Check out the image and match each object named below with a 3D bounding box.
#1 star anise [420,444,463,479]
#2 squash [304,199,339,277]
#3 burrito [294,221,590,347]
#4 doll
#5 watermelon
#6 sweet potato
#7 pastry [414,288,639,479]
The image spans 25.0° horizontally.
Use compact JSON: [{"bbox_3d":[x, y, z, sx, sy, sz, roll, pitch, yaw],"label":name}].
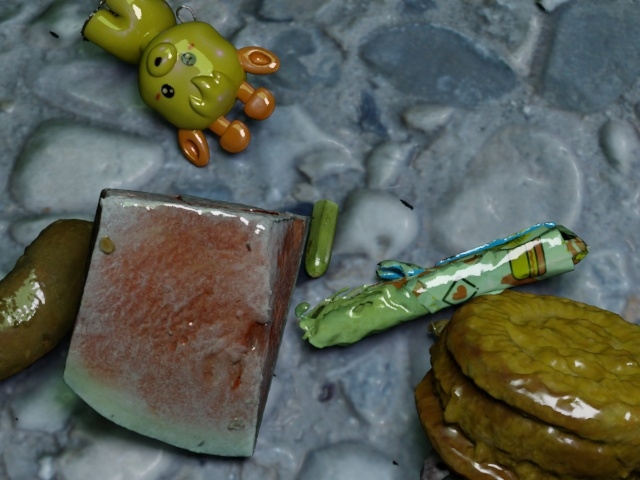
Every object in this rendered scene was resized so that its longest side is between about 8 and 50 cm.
[{"bbox_3d":[0.131,0.299,1.226,0.198,0.110,0.257,7,62,7],"label":"star anise"},{"bbox_3d":[0.000,0.000,1.456,0.027,0.027,0.083,7,58,4],"label":"squash"},{"bbox_3d":[0.114,0.037,1.401,0.288,0.054,0.104,-20,15,1],"label":"burrito"},{"bbox_3d":[-0.146,-0.181,1.524,0.221,0.135,0.143,38,98,15],"label":"doll"},{"bbox_3d":[-0.110,0.049,1.317,0.213,0.201,0.262,12,66,-9],"label":"watermelon"},{"bbox_3d":[-0.298,0.069,1.374,0.310,0.098,0.124,-30,42,-15],"label":"sweet potato"},{"bbox_3d":[0.213,0.129,1.277,0.240,0.132,0.235,19,31,-2],"label":"pastry"}]
